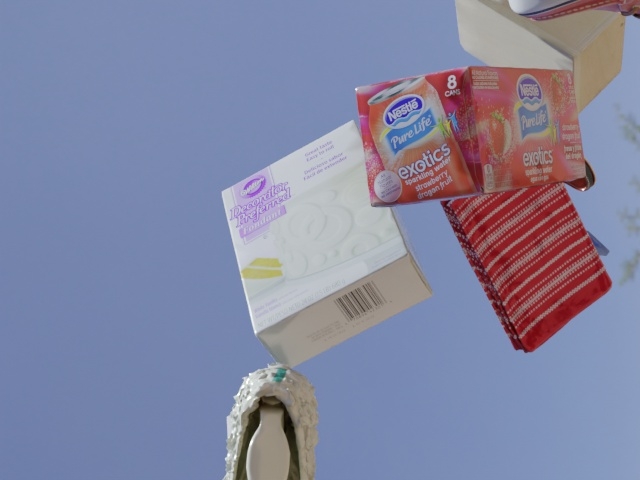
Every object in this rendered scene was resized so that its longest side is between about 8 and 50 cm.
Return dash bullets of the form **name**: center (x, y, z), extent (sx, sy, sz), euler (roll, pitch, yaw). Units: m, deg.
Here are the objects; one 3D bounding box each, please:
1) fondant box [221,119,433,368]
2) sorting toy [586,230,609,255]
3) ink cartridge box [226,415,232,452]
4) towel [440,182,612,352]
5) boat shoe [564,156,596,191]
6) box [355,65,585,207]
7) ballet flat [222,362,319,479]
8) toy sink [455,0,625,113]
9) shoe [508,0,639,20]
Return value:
- **fondant box**: center (0.000, 0.000, 1.729), extent (0.096, 0.238, 0.330), euler (55, -169, -38)
- **sorting toy**: center (0.346, 0.010, 1.989), extent (0.347, 0.196, 0.047), euler (-8, -48, -51)
- **ink cartridge box**: center (-0.070, 0.301, 1.662), extent (0.180, 0.104, 0.060), euler (-104, -3, -64)
- **towel**: center (0.314, 0.008, 1.794), extent (0.199, 0.031, 0.275), euler (-34, -75, -18)
- **boat shoe**: center (0.293, -0.108, 1.540), extent (0.137, 0.049, 0.043), euler (41, -135, 1)
- **box**: center (0.159, -0.107, 1.218), extent (0.257, 0.128, 0.123), euler (-10, -86, -56)
- **ballet flat**: center (-0.077, 0.359, 1.504), extent (0.147, 0.147, 0.409), euler (9, -97, -64)
- **toy sink**: center (0.341, -0.329, 1.852), extent (0.131, 0.234, 0.153), euler (-44, -29, -15)
- **shoe**: center (0.219, -0.165, 0.799), extent (0.063, 0.178, 0.081), euler (-91, -22, -61)
